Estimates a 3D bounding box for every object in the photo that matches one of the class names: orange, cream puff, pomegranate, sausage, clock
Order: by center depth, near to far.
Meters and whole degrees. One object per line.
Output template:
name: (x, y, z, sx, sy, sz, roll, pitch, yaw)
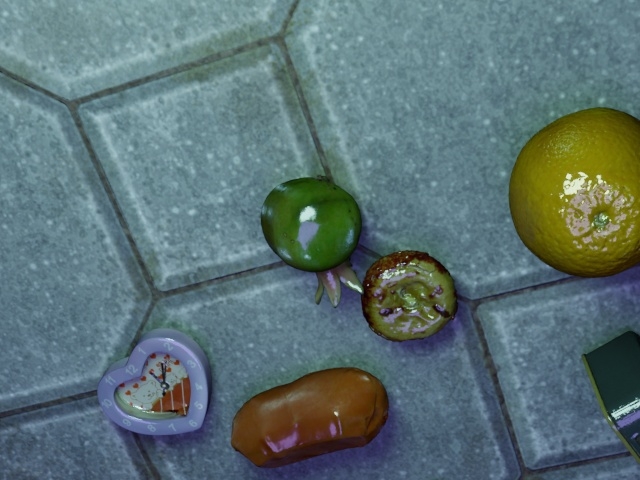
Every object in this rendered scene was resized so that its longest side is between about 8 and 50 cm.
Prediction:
orange: (0.353, -0.061, 1.276, 0.236, 0.236, 0.236, 3, 115, 6)
pomegranate: (0.000, 0.000, 1.399, 0.131, 0.152, 0.191, -34, 113, -11)
cream puff: (0.130, 0.079, 1.450, 0.149, 0.084, 0.149, 1, 115, 2)
sausage: (-0.017, 0.276, 1.537, 0.258, 0.133, 0.133, -20, 111, 16)
clock: (-0.250, 0.234, 1.582, 0.172, 0.064, 0.198, 42, 113, -12)

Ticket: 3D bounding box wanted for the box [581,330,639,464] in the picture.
box: (0.464, 0.231, 1.414, 0.090, 0.201, 0.144, -35, 105, 17)
